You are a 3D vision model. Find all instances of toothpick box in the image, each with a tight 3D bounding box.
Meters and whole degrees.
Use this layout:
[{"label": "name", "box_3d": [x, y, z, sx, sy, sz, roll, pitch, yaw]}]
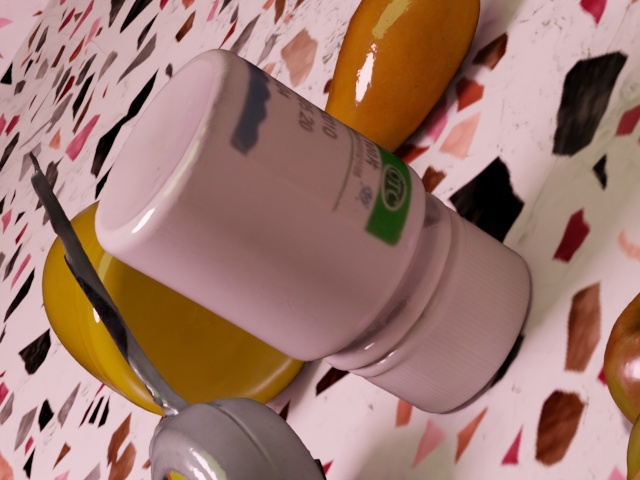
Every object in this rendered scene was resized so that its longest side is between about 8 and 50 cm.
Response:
[{"label": "toothpick box", "box_3d": [-0.121, 0.039, 1.283, 0.175, 0.175, 0.271, -64, 19, -8]}]

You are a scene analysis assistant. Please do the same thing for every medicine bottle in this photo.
[{"label": "medicine bottle", "box_3d": [0.000, 0.000, 0.982, 0.139, 0.237, 0.139, -46, 26, 31]}]

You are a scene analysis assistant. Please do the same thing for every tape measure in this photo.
[{"label": "tape measure", "box_3d": [-0.071, 0.089, 0.996, 0.084, 0.330, 0.164, -23, 10, -34]}]

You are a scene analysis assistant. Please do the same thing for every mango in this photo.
[{"label": "mango", "box_3d": [0.050, -0.126, 1.231, 0.184, 0.085, 0.102, -57, 22, 23]}]

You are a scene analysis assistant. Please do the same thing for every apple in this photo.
[{"label": "apple", "box_3d": [0.175, 0.052, 0.768, 0.089, 0.074, 0.089, -46, 24, 28]}]

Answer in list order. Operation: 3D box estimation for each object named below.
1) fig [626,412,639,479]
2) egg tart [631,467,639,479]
[{"label": "fig", "box_3d": [0.192, 0.065, 0.616, 0.166, 0.154, 0.144, -19, 13, 7]}, {"label": "egg tart", "box_3d": [0.212, 0.149, 0.442, 0.352, 0.150, 0.351, -23, 56, 40]}]
